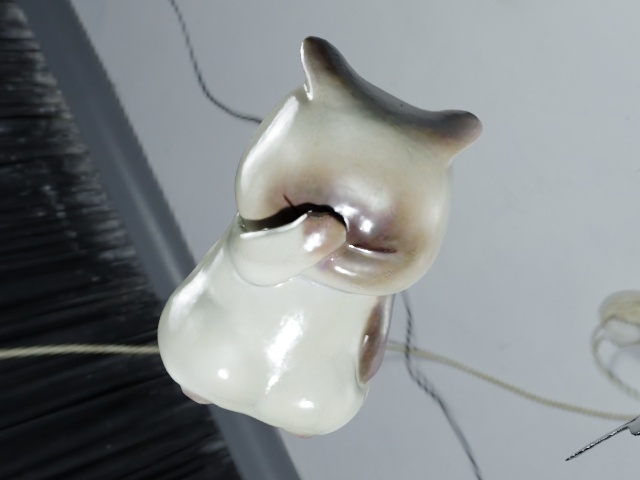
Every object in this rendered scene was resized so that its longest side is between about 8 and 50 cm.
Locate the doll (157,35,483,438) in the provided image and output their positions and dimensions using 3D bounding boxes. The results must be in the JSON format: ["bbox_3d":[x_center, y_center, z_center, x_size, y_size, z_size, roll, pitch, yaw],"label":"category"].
[{"bbox_3d":[-0.012,0.024,1.084,0.215,0.226,0.370,26,122,-1],"label":"doll"}]

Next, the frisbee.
[{"bbox_3d":[0.402,0.246,1.498,0.187,0.211,0.012,-38,79,32],"label":"frisbee"}]
